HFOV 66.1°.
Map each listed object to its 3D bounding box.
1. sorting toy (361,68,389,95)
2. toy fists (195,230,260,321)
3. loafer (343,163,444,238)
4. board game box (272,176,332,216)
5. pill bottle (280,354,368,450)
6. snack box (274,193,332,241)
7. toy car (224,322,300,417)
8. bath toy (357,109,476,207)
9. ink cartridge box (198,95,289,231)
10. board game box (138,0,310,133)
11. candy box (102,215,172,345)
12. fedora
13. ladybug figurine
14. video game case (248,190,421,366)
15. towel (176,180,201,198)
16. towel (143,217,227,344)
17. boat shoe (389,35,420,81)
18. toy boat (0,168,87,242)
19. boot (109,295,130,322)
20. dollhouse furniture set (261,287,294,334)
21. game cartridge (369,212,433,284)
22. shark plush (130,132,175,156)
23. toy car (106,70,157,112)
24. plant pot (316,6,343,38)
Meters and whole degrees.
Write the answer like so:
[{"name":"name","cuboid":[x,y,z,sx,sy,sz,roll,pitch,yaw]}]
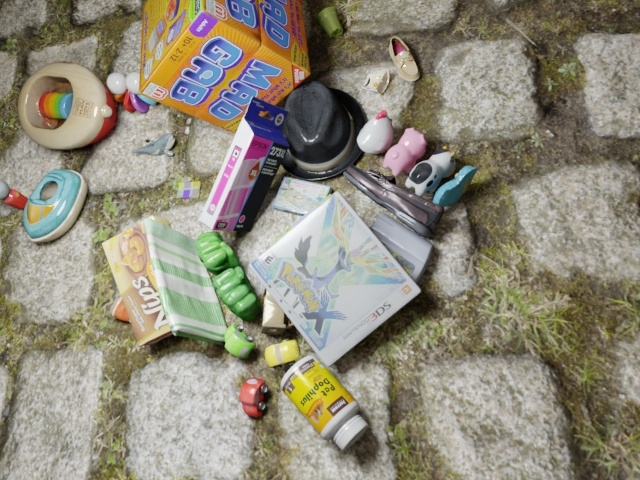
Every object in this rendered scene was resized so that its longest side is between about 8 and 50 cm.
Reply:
[{"name":"sorting toy","cuboid":[0.169,-0.495,1.544,0.075,0.045,0.083,22,76,30]},{"name":"toy fists","cuboid":[-0.255,0.092,1.357,0.096,0.142,0.279,-33,64,0]},{"name":"loafer","cuboid":[0.198,-0.126,1.334,0.302,0.109,0.095,40,96,22]},{"name":"board game box","cuboid":[-0.054,-0.125,1.456,0.154,0.026,0.103,15,73,21]},{"name":"pill bottle","cuboid":[0.011,0.387,1.172,0.117,0.117,0.215,-45,64,-6]},{"name":"snack box","cuboid":[0.000,0.000,1.335,0.207,0.070,0.174,-40,48,4]},{"name":"toy car","cuboid":[-0.184,0.302,1.262,0.225,0.053,0.239,40,104,29]},{"name":"bath toy","cuboid":[0.256,-0.244,1.362,0.348,0.129,0.151,41,47,24]},{"name":"ink cartridge box","cuboid":[-0.195,-0.198,1.366,0.069,0.175,0.371,31,104,25]},{"name":"board game box","cuboid":[-0.291,-0.604,1.468,0.356,0.356,0.357,-28,58,40]},{"name":"candy box","cuboid":[-0.468,0.112,1.382,0.183,0.087,0.316,-26,81,12]},{"name":"fedora","cuboid":[-0.019,-0.354,1.473,0.334,0.152,0.334,-6,66,14]},{"name":"ladybug figurine","cuboid":[-0.874,-0.460,1.726,0.449,0.162,0.305,17,93,27]},{"name":"video game case","cuboid":[0.032,0.094,1.231,0.300,0.036,0.329,-40,81,3]},{"name":"towel","cuboid":[-0.424,-0.163,1.584,0.083,0.009,0.060,-1,68,15]},{"name":"towel","cuboid":[-0.355,0.114,1.320,0.038,0.248,0.325,-27,64,14]},{"name":"boat shoe","cuboid":[0.257,-0.570,1.538,0.063,0.059,0.170,-27,63,3]},{"name":"toy boat","cuboid":[-0.953,-0.133,1.641,0.318,0.148,0.267,10,71,19]},{"name":"boot","cuboid":[-0.549,0.168,1.459,0.084,0.059,0.158,22,78,13]},{"name":"dollhouse furniture set","cuboid":[-0.073,0.158,1.327,0.161,0.101,0.182,5,67,-9]},{"name":"game cartridge","cuboid":[0.154,0.087,1.297,0.196,0.060,0.294,36,81,21]},{"name":"shark plush","cuboid":[-0.562,-0.327,1.659,0.161,0.067,0.073,-1,68,15]},{"name":"toy car","cuboid":[-0.649,-0.521,1.738,0.182,0.159,0.136,4,104,17]},{"name":"plant pot","cuboid":[0.038,-0.728,1.662,0.083,0.083,0.079,-26,76,4]}]
